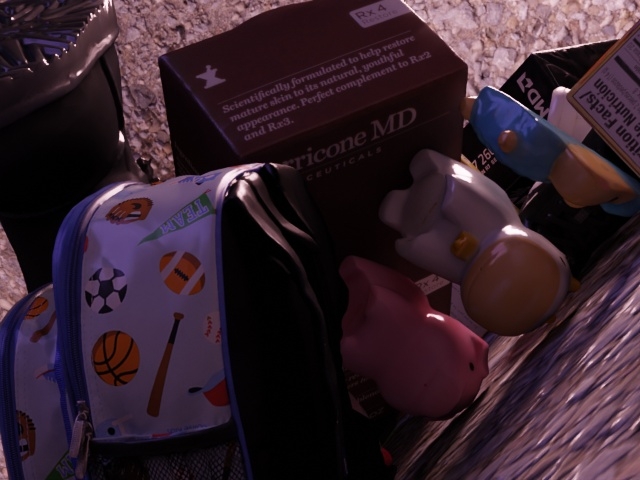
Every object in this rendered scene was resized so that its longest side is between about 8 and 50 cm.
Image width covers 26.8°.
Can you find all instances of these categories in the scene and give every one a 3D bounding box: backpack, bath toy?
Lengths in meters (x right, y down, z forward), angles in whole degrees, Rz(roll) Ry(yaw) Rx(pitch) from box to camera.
[{"bbox_3d":[-0.072,0.087,0.823,0.213,0.263,0.276,-2,5,9],"label":"backpack"},{"bbox_3d":[0.079,0.064,0.977,0.348,0.129,0.151,-52,33,20],"label":"bath toy"}]

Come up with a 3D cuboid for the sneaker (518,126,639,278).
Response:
[{"bbox_3d":[0.201,-0.016,1.021,0.121,0.079,0.217,-56,1,-27],"label":"sneaker"}]

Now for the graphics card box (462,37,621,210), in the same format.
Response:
[{"bbox_3d":[0.224,-0.074,1.484,0.233,0.094,0.371,-14,-22,-38],"label":"graphics card box"}]

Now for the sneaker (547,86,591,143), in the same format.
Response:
[{"bbox_3d":[0.246,-0.055,1.150,0.212,0.094,0.080,59,-140,-64],"label":"sneaker"}]

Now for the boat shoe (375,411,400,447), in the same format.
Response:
[{"bbox_3d":[-0.017,0.208,1.234,0.228,0.081,0.068,-41,-6,-19],"label":"boat shoe"}]

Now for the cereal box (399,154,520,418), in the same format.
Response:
[{"bbox_3d":[0.093,0.039,1.324,0.240,0.173,0.047,-46,-3,11],"label":"cereal box"}]

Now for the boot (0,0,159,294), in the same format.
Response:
[{"bbox_3d":[-0.189,0.062,1.011,0.146,0.445,0.367,-4,20,13],"label":"boot"}]

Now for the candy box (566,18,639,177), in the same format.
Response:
[{"bbox_3d":[0.306,-0.175,0.795,0.316,0.087,0.183,-48,-14,31],"label":"candy box"}]

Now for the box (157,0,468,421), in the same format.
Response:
[{"bbox_3d":[0.000,0.000,1.086,0.191,0.143,0.381,-24,-41,-18],"label":"box"}]
